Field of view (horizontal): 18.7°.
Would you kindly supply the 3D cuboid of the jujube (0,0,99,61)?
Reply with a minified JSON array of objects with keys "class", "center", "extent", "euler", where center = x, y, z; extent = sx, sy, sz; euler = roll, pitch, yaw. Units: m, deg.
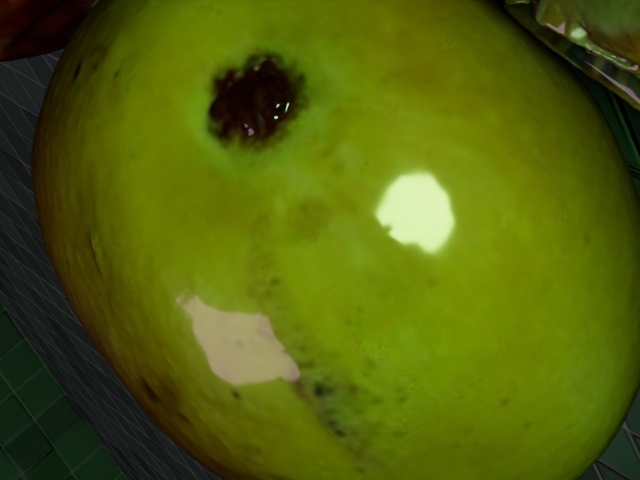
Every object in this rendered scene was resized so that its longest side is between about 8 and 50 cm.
[{"class":"jujube","center":[-0.155,-0.189,0.975],"extent":[0.197,0.197,0.290],"euler":[54,157,-15]}]

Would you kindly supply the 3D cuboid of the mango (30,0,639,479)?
[{"class":"mango","center":[0.000,0.000,0.922],"extent":[0.300,0.232,0.445],"euler":[44,173,-2]}]

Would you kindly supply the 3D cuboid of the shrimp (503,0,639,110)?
[{"class":"shrimp","center":[0.130,-0.072,0.700],"extent":[0.267,0.061,0.145],"euler":[33,167,40]}]
